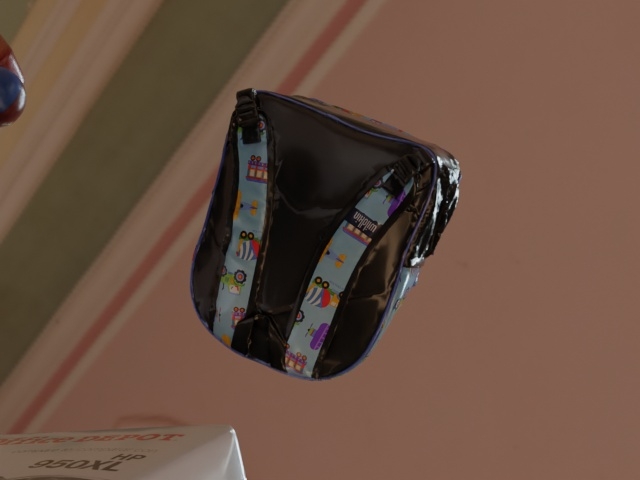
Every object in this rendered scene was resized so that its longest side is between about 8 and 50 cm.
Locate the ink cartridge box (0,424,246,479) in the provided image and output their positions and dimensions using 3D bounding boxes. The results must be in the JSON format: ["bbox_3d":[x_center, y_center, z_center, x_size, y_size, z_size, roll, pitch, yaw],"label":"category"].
[{"bbox_3d":[-0.266,0.268,0.940,0.285,0.166,0.395,-7,5,31],"label":"ink cartridge box"}]

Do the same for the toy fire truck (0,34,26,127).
[{"bbox_3d":[-0.369,-0.088,1.058,0.302,0.253,0.169,-45,-49,-34],"label":"toy fire truck"}]

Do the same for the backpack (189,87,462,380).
[{"bbox_3d":[0.000,0.000,0.865,0.117,0.158,0.173,-8,-63,-71],"label":"backpack"}]
